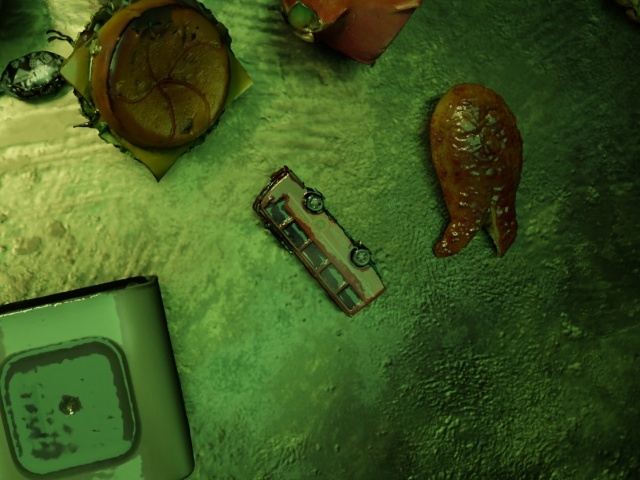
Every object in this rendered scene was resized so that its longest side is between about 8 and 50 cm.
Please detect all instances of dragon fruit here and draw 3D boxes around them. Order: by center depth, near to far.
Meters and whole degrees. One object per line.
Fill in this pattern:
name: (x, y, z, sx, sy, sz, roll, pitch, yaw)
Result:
dragon fruit: (0.045, -0.382, 1.104, 0.189, 0.290, 0.290, 19, 87, -14)

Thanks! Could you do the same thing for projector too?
projector: (-0.309, 0.190, 1.072, 0.248, 0.248, 0.249, -12, 93, -10)

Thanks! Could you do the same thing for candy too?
candy: (-0.388, -0.238, 1.157, 0.226, 0.051, 0.094, -19, 83, -11)

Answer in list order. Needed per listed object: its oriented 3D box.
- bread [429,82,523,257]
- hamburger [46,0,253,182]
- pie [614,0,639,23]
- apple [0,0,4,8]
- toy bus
bread: (0.236, -0.101, 1.245, 0.140, 0.095, 0.268, -5, 96, -3)
hamburger: (-0.230, -0.225, 1.107, 0.243, 0.139, 0.261, -48, 131, -19)
pie: (0.547, -0.496, 1.298, 0.308, 0.085, 0.308, 0, 90, -10)
apple: (-0.556, -0.335, 0.996, 0.319, 0.319, 0.277, -38, 93, -7)
toy bus: (0.000, 0.000, 1.217, 0.096, 0.073, 0.235, -42, 98, 0)
